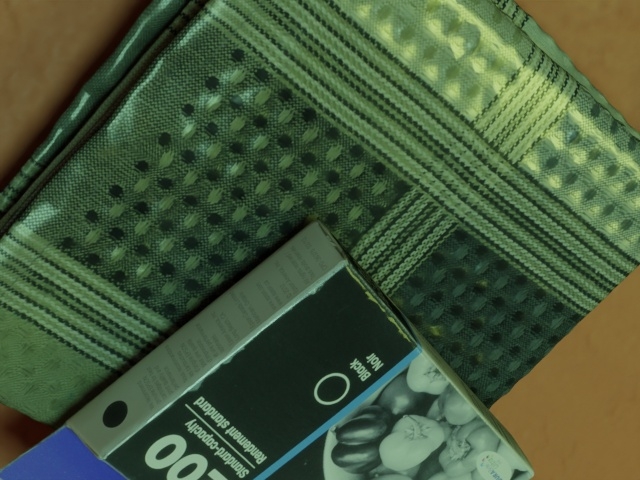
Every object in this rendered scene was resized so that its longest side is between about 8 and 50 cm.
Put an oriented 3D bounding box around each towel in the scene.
[{"bbox_3d":[0.000,0.000,0.810,0.312,0.056,0.324,-46,128,10],"label":"towel"}]

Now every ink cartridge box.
[{"bbox_3d":[-0.022,0.120,0.818,0.208,0.045,0.206,-38,129,6],"label":"ink cartridge box"}]
